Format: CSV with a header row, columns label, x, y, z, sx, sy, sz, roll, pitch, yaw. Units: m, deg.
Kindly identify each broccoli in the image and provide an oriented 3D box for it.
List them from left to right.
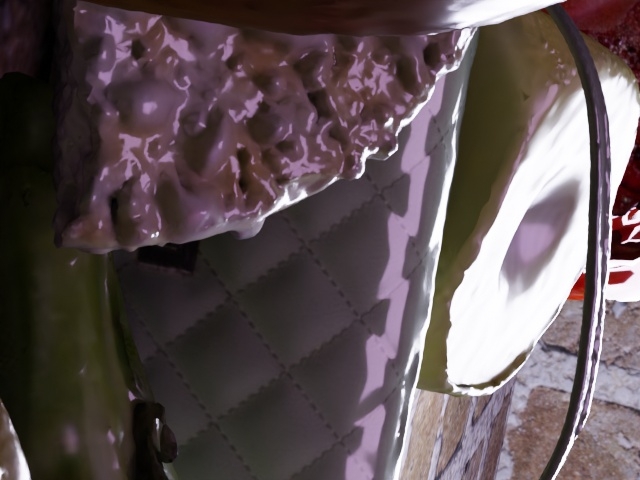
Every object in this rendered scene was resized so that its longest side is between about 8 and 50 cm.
label,x,y,z,sx,sy,sz,roll,pitch,yaw
broccoli,-0.096,0.098,0.571,0.145,0.165,0.304,10,78,-47

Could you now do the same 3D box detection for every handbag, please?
label,x,y,z,sx,sy,sz,roll,pitch,yaw
handbag,0.000,0.000,0.660,0.079,0.219,0.256,-24,125,-79

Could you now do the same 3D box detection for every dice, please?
label,x,y,z,sx,sy,sz,roll,pitch,yaw
dice,0.031,-0.037,0.799,0.169,0.169,0.166,-64,156,3

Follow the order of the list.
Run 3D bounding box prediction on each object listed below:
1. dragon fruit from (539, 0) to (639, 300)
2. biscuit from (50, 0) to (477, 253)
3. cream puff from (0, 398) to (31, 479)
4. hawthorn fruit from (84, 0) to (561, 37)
label,x,y,z,sx,sy,sz,roll,pitch,yaw
dragon fruit,0.181,-0.094,1.202,0.302,0.295,0.296,69,36,-73
biscuit,-0.014,-0.128,0.567,0.084,0.179,0.281,-6,-103,57
cream puff,-0.128,0.054,0.371,0.156,0.121,0.156,10,90,-72
hawthorn fruit,0.012,-0.167,0.358,0.268,0.300,0.268,20,90,-78
